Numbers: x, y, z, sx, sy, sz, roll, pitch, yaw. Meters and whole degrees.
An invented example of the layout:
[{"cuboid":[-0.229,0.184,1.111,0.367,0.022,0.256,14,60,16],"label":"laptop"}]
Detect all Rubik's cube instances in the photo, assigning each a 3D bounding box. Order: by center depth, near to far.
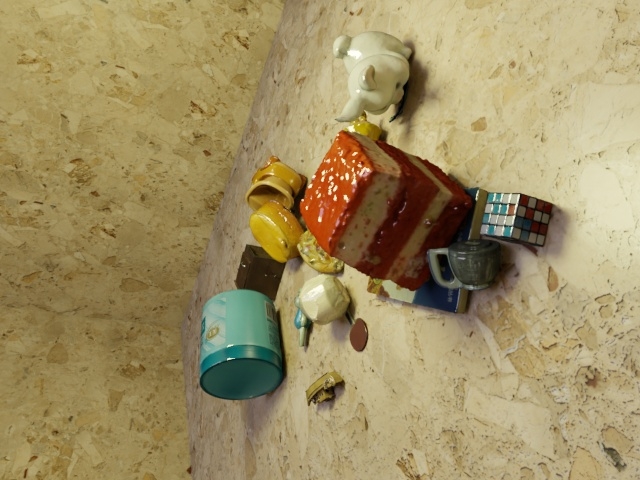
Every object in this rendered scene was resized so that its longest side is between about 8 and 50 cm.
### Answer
[{"cuboid":[0.397,-0.043,1.064,0.092,0.092,0.092,14,92,66],"label":"Rubik's cube"}]

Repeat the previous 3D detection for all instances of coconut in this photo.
[{"cuboid":[0.003,0.198,1.714,0.162,0.161,0.161,-34,38,11],"label":"coconut"}]

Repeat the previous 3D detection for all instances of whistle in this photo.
[{"cuboid":[-0.067,0.279,1.966,0.114,0.077,0.236,137,140,-82],"label":"whistle"}]

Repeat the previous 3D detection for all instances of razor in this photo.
[{"cuboid":[0.254,-0.440,1.638,0.044,0.028,0.155,161,129,-75],"label":"razor"}]

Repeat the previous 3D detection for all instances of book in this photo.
[{"cuboid":[0.263,0.018,1.393,0.428,0.039,0.300,2,80,66],"label":"book"}]

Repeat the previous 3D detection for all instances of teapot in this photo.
[{"cuboid":[0.321,0.059,1.140,0.111,0.149,0.108,-117,18,-78],"label":"teapot"}]

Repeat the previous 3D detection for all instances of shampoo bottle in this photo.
[{"cuboid":[-0.330,0.427,2.165,0.331,0.331,0.343,-58,29,38],"label":"shampoo bottle"}]

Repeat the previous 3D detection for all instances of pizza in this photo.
[{"cuboid":[0.000,0.000,1.915,0.323,0.089,0.223,28,105,59],"label":"pizza"}]

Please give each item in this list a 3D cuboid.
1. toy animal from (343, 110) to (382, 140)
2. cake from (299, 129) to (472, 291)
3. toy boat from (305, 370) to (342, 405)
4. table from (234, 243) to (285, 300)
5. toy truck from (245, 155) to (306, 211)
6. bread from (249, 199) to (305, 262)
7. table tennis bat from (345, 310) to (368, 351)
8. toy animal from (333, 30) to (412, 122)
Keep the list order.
[{"cuboid":[0.136,-0.309,1.724,0.156,0.156,0.230,-26,66,61],"label":"toy animal"},{"cuboid":[0.146,-0.074,1.257,0.270,0.319,0.270,-63,26,22],"label":"cake"},{"cuboid":[0.011,0.494,1.713,0.206,0.064,0.072,-55,50,44],"label":"toy boat"},{"cuboid":[-0.282,0.142,2.378,0.169,0.172,0.193,45,120,62],"label":"table"},{"cuboid":[-0.198,-0.227,2.277,0.288,0.204,0.212,-35,26,52],"label":"toy truck"},{"cuboid":[-0.172,-0.038,2.159,0.270,0.142,0.195,47,141,11],"label":"bread"},{"cuboid":[0.111,0.279,1.644,0.095,0.014,0.158,-68,28,26],"label":"table tennis bat"},{"cuboid":[0.140,-0.499,1.591,0.368,0.241,0.196,-81,15,-45],"label":"toy animal"}]
